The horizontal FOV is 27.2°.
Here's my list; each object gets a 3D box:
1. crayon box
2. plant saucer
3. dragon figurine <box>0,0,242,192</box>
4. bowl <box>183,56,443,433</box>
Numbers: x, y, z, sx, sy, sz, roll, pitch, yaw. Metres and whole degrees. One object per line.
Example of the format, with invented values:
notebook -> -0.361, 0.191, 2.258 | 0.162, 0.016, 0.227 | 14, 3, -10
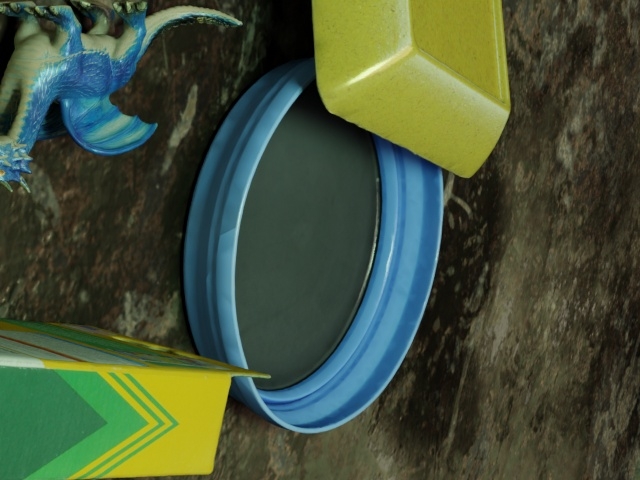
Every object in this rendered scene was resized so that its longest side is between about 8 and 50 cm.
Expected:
crayon box -> -0.211, 0.108, 0.951 | 0.323, 0.203, 0.083 | 12, 89, -57
plant saucer -> 0.105, -0.260, 1.351 | 0.333, 0.081, 0.332 | 18, 65, -56
dragon figurine -> -0.183, -0.116, 1.038 | 0.289, 0.085, 0.144 | -18, 114, -53
bowl -> 0.000, 0.000, 1.360 | 0.391, 0.077, 0.391 | -21, 116, -53
